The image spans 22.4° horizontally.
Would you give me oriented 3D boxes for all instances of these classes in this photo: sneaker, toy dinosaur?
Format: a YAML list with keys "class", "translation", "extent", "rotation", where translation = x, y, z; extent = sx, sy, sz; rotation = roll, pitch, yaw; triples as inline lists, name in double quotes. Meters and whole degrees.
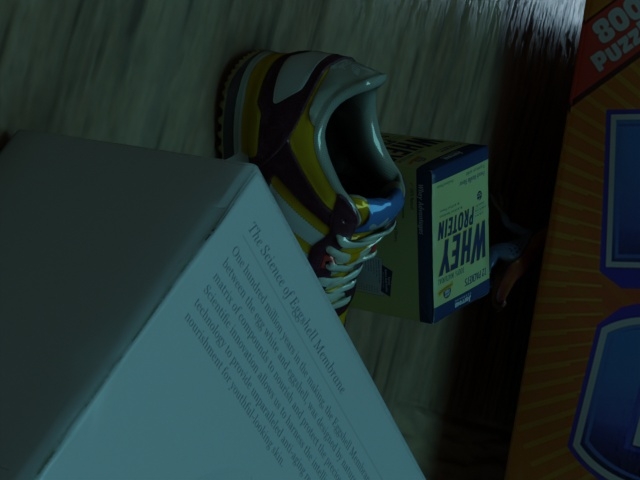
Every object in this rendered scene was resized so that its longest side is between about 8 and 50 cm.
- class: "sneaker"
  translation: [0.000, 0.000, 0.791]
  extent: [0.069, 0.084, 0.185]
  rotation: [-30, 122, -47]
- class: "toy dinosaur"
  translation: [0.122, 0.014, 0.984]
  extent: [0.082, 0.090, 0.047]
  rotation: [-18, 135, -17]

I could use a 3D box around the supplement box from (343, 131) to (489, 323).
- class: "supplement box"
  translation: [0.039, -0.009, 0.843]
  extent: [0.056, 0.083, 0.083]
  rotation: [-25, 118, -50]

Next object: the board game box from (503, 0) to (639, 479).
- class: "board game box"
  translation: [0.359, 0.057, 1.034]
  extent: [0.356, 0.356, 0.356]
  rotation: [8, 92, -64]

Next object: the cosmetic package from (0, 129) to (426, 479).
- class: "cosmetic package"
  translation: [-0.089, 0.115, 0.650]
  extent: [0.224, 0.138, 0.224]
  rotation: [-55, 138, -29]
